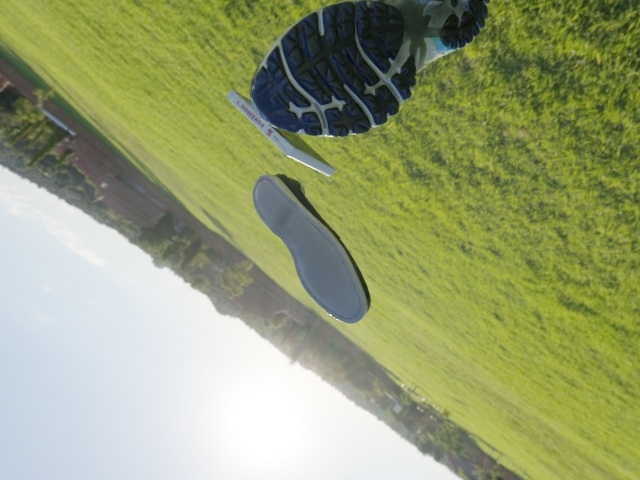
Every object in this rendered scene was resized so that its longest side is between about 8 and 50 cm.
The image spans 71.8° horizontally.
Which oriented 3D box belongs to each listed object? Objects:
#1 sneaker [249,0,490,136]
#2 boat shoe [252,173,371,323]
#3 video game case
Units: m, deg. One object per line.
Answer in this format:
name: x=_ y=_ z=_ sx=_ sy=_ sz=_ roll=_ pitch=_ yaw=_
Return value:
sneaker: x=0.043 y=-0.186 z=0.446 sx=0.122 sy=0.283 sz=0.110 roll=15 pitch=135 yaw=57
boat shoe: x=0.000 y=0.000 z=0.505 sx=0.065 sy=0.075 sz=0.206 roll=-11 pitch=-125 yaw=-47
video game case: x=-0.072 y=-0.209 z=0.885 sx=0.183 sy=0.023 sz=0.201 roll=46 pitch=-166 yaw=19
